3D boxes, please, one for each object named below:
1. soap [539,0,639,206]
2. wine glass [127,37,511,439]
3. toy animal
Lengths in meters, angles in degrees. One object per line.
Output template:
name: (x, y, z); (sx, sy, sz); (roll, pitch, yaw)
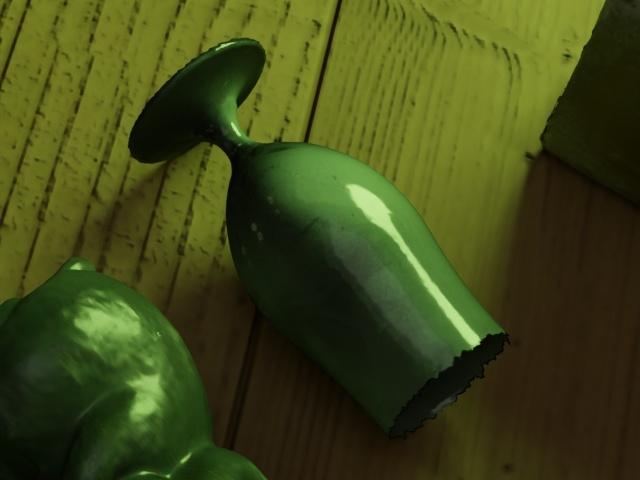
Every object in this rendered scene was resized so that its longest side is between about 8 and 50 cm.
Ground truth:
soap: (0.250, -0.042, 0.847); (0.257, 0.160, 0.080); (31, 66, 8)
wine glass: (0.000, 0.000, 0.832); (0.093, 0.093, 0.202); (-34, 74, -21)
toy animal: (-0.068, 0.111, 0.761); (0.236, 0.108, 0.138); (33, 64, 7)
